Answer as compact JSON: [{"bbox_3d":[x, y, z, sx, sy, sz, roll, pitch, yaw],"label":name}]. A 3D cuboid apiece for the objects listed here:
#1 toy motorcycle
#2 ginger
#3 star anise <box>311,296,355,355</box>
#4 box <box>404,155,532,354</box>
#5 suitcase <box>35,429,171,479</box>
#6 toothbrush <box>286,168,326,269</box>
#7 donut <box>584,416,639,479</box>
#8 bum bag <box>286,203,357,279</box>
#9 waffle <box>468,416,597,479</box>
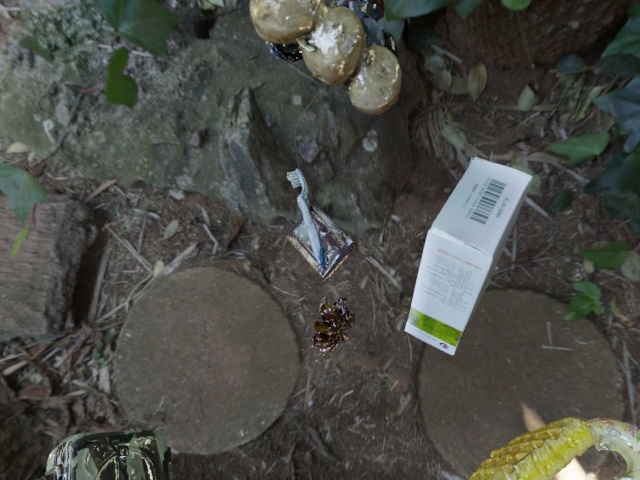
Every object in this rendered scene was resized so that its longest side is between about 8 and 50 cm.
[{"bbox_3d":[0.021,-0.291,0.647,0.213,0.082,0.122,-6,90,-34],"label":"toy motorcycle"},{"bbox_3d":[0.013,-0.222,0.553,0.204,0.104,0.080,31,77,-17],"label":"ginger"},{"bbox_3d":[0.035,0.219,1.229,0.057,0.168,0.168,12,84,45],"label":"star anise"},{"bbox_3d":[0.251,0.035,0.849,0.106,0.299,0.200,24,54,22],"label":"box"},{"bbox_3d":[-0.528,0.630,1.132,0.194,0.339,0.352,-40,51,31],"label":"suitcase"},{"bbox_3d":[-0.029,-0.062,1.051,0.042,0.413,0.035,-20,124,1],"label":"toothbrush"},{"bbox_3d":[0.581,0.406,0.912,0.108,0.065,0.166,-22,49,11],"label":"donut"},{"bbox_3d":[0.000,0.000,1.066,0.109,0.026,0.159,-49,55,9],"label":"bum bag"},{"bbox_3d":[0.357,0.417,0.897,0.229,0.219,0.057,-24,68,-19],"label":"waffle"}]
